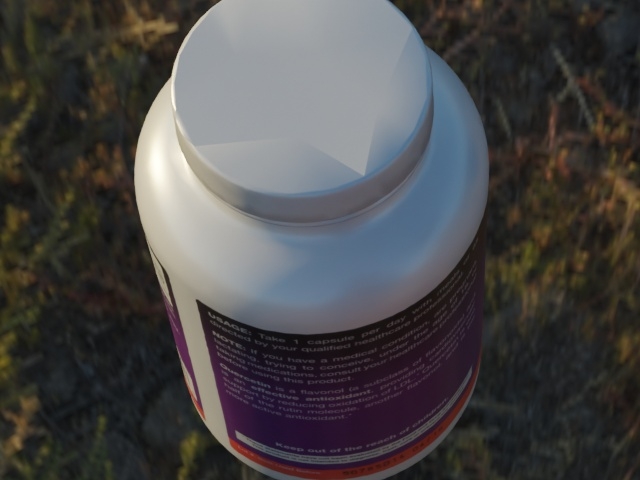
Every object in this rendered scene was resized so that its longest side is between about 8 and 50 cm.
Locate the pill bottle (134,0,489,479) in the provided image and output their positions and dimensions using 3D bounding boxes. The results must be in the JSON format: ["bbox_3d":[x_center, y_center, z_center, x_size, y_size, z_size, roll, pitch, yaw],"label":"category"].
[{"bbox_3d":[0.000,0.000,1.057,0.181,0.323,0.181,-1,62,2],"label":"pill bottle"}]
